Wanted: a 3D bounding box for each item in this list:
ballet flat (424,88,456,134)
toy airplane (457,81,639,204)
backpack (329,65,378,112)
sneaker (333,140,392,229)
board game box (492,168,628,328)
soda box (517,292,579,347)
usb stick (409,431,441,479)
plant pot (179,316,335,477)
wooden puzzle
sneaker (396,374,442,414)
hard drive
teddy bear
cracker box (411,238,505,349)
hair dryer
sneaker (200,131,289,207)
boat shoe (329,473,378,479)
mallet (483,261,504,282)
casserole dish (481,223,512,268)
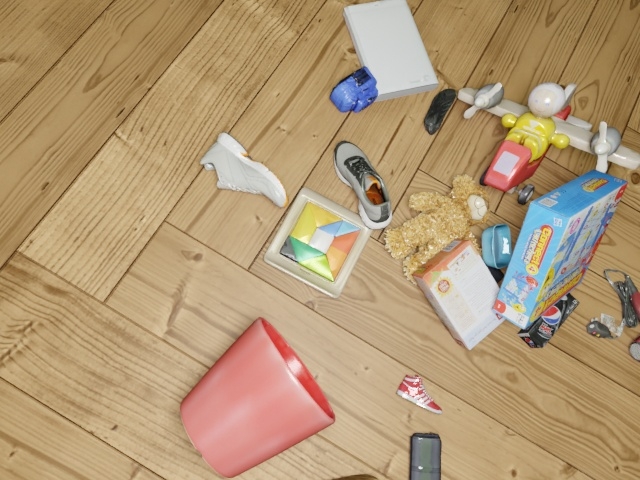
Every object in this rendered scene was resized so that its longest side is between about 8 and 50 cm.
[{"bbox_3d":[0.349,-0.383,1.341,0.057,0.049,0.173,22,66,28],"label":"ballet flat"},{"bbox_3d":[0.598,-0.315,1.226,0.386,0.272,0.384,-7,56,5],"label":"toy airplane"},{"bbox_3d":[0.094,-0.413,1.281,0.120,0.098,0.101,-34,86,-15],"label":"backpack"},{"bbox_3d":[0.118,-0.164,1.204,0.100,0.108,0.271,-21,66,-12],"label":"sneaker"},{"bbox_3d":[0.565,0.016,1.081,0.308,0.302,0.086,-23,41,-34],"label":"board game box"},{"bbox_3d":[0.599,0.205,1.200,0.169,0.060,0.053,-43,83,-15],"label":"soda box"},{"bbox_3d":[0.242,0.593,1.059,0.077,0.045,0.278,7,75,-6],"label":"usb stick"},{"bbox_3d":[-0.143,0.345,0.977,0.243,0.275,0.275,-37,82,-6],"label":"plant pot"},{"bbox_3d":[0.000,0.000,1.187,0.221,0.044,0.238,28,73,1],"label":"wooden puzzle"},{"bbox_3d":[0.253,0.374,1.120,0.118,0.042,0.067,26,77,2],"label":"sneaker"},{"bbox_3d":[0.208,-0.576,1.369,0.203,0.040,0.307,-15,77,-11],"label":"hard drive"},{"bbox_3d":[0.325,-0.032,1.203,0.338,0.113,0.245,-20,81,-12],"label":"teddy bear"},{"bbox_3d":[0.357,0.133,1.143,0.156,0.067,0.232,-37,102,-10],"label":"cracker box"},{"bbox_3d":[0.881,0.219,1.223,0.293,0.080,0.223,31,73,1],"label":"hair dryer"},{"bbox_3d":[-0.198,-0.156,1.186,0.262,0.099,0.121,41,82,12],"label":"sneaker"},{"bbox_3d":[-0.001,0.588,1.002,0.277,0.098,0.096,-3,75,-9],"label":"boat shoe"},{"bbox_3d":[0.401,0.127,1.211,0.190,0.039,0.062,-37,84,-11],"label":"mallet"},{"bbox_3d":[0.461,0.014,1.195,0.037,0.188,0.114,-2,91,37],"label":"casserole dish"}]
